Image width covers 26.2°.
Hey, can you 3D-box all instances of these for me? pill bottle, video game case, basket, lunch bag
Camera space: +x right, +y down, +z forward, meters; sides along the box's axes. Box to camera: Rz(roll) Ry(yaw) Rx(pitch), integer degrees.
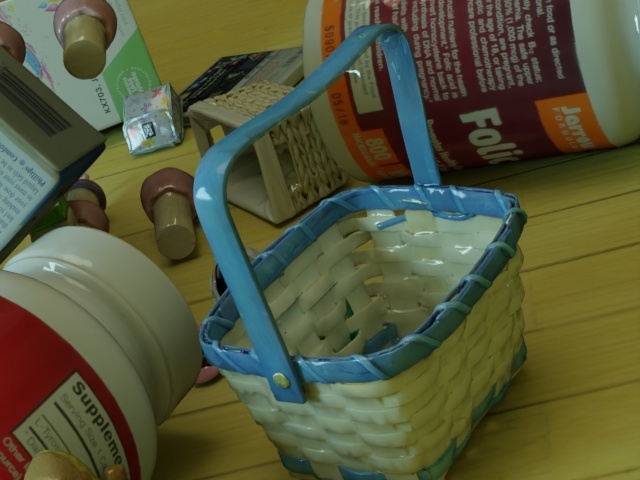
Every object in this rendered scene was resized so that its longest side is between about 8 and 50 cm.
[{"bbox_3d":[-0.263,0.165,0.961,0.229,0.229,0.407,-1,31,35],"label":"pill bottle"},{"bbox_3d":[-0.109,-0.206,1.842,0.173,0.022,0.190,-2,31,32],"label":"video game case"},{"bbox_3d":[-0.055,-0.101,1.488,0.103,0.113,0.167,-26,25,-21],"label":"basket"},{"bbox_3d":[0.200,-0.190,1.348,0.392,0.224,0.224,-8,28,25],"label":"pill bottle"},{"bbox_3d":[0.025,0.020,0.970,0.201,0.288,0.255,6,32,34],"label":"basket"},{"bbox_3d":[-0.214,-0.152,1.763,0.071,0.053,0.083,-14,58,14],"label":"lunch bag"}]

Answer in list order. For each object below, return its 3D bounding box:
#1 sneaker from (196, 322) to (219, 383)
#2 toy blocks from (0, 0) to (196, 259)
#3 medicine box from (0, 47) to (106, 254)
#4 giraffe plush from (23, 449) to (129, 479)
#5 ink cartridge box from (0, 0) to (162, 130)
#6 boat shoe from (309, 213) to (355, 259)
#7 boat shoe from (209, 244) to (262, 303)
[{"bbox_3d":[-0.139,0.094,1.217,0.119,0.057,0.047,-4,31,33],"label":"sneaker"},{"bbox_3d":[-0.320,-0.101,1.479,0.309,0.288,0.260,-22,29,2],"label":"toy blocks"},{"bbox_3d":[-0.349,-0.016,1.197,0.289,0.149,0.263,-47,7,7],"label":"medicine box"},{"bbox_3d":[-0.078,0.218,0.844,0.171,0.181,0.210,-2,-6,14],"label":"giraffe plush"},{"bbox_3d":[-0.406,-0.215,1.838,0.354,0.207,0.119,-23,13,-4],"label":"ink cartridge box"},{"bbox_3d":[0.000,0.000,1.340,0.035,0.035,0.100,-35,15,40],"label":"boat shoe"},{"bbox_3d":[-0.075,0.040,1.271,0.066,0.063,0.184,-17,26,6],"label":"boat shoe"}]
